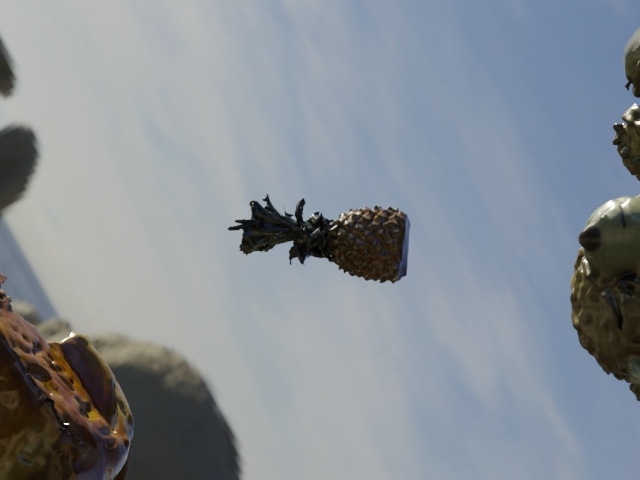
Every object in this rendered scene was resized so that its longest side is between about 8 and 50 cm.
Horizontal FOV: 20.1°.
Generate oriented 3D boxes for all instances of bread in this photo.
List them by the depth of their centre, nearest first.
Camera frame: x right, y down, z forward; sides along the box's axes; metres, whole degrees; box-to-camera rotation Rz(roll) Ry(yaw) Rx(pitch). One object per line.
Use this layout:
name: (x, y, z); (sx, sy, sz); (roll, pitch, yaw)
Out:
bread: (-0.271, 0.170, 1.080); (0.195, 0.344, 0.149); (52, 6, 17)

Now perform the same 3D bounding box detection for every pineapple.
pineapple: (0.000, 0.000, 1.273); (0.058, 0.124, 0.058); (4, 90, -82)

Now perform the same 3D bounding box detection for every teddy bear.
teddy bear: (0.263, -0.016, 1.268); (0.156, 0.256, 0.267); (29, 17, -20)
